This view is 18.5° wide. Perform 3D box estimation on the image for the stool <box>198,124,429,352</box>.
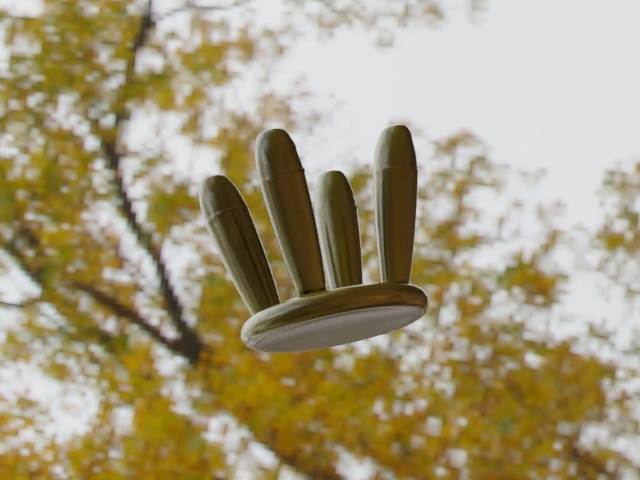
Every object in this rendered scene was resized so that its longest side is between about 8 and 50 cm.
[{"bbox_3d":[0.000,0.000,1.144,0.135,0.134,0.110,31,-136,-69],"label":"stool"}]
